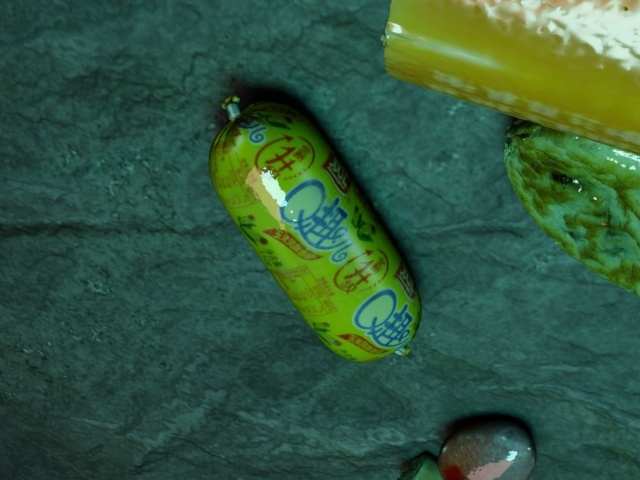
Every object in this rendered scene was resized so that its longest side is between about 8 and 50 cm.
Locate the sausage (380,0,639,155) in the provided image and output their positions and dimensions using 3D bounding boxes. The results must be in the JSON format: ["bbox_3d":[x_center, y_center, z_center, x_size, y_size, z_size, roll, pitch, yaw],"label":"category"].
[{"bbox_3d":[0.213,-0.179,0.682,0.287,0.233,0.233,19,135,7],"label":"sausage"}]

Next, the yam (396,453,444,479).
[{"bbox_3d":[0.238,0.383,1.303,0.317,0.067,0.071,36,149,-8],"label":"yam"}]

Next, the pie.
[{"bbox_3d":[0.254,-0.025,0.856,0.240,0.054,0.240,40,166,12],"label":"pie"}]

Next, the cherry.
[{"bbox_3d":[0.204,0.267,1.199,0.126,0.087,0.106,-28,109,20],"label":"cherry"}]

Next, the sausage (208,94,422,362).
[{"bbox_3d":[0.000,0.000,1.018,0.123,0.123,0.347,-16,121,35],"label":"sausage"}]
